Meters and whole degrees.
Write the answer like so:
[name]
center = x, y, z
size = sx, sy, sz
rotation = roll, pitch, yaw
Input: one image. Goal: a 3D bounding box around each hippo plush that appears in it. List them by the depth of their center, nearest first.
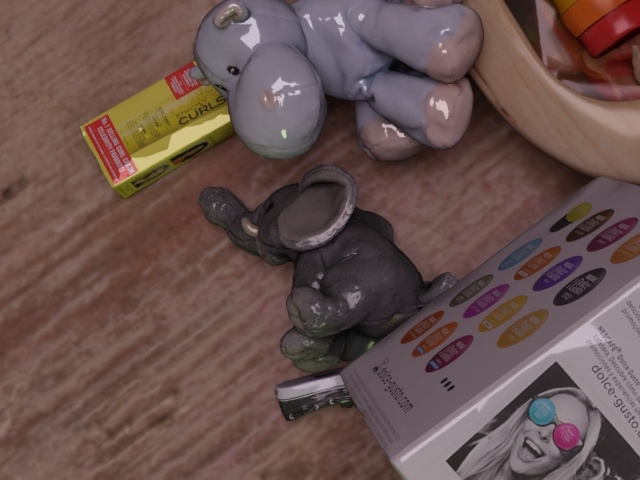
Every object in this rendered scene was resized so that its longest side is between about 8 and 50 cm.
[hippo plush]
center = 0.003, -0.205, 1.509
size = 0.236, 0.234, 0.294
rotation = -11, 69, -30

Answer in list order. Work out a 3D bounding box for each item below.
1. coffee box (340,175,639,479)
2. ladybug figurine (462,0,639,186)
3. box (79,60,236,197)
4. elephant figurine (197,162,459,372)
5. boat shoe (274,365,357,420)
[coffee box]
center = 0.262, 0.181, 1.356
size = 0.334, 0.337, 0.338
rotation = -37, 100, -1
[ladybug figurine]
center = 0.277, -0.254, 1.575
size = 0.305, 0.162, 0.449
rotation = -27, 78, 2
[box]
center = -0.140, -0.142, 1.660
size = 0.232, 0.058, 0.087
rotation = -29, 78, 2
[elephant figurine]
center = 0.000, 0.000, 1.578
size = 0.186, 0.169, 0.239
rotation = -6, 60, -23
[boat shoe]
center = 0.024, 0.157, 1.594
size = 0.142, 0.049, 0.040
rotation = -12, 97, 6
